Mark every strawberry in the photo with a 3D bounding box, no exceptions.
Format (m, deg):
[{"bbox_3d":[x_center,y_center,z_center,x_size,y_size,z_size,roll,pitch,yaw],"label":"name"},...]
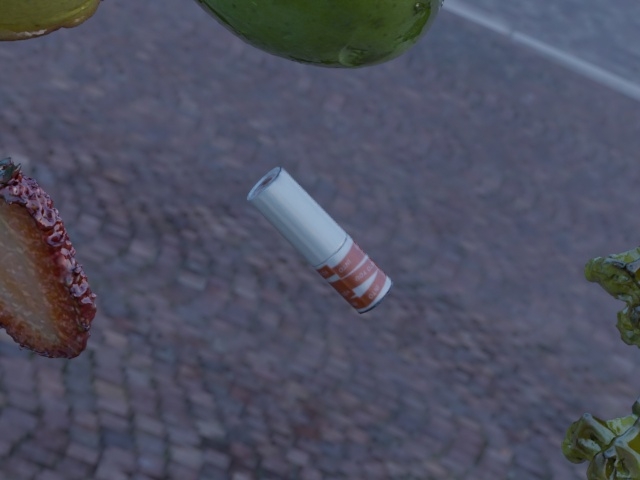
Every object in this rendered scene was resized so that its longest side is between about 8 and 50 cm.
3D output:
[{"bbox_3d":[-0.295,0.011,1.673,0.167,0.208,0.087,-7,35,21],"label":"strawberry"}]

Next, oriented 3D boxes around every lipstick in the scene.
[{"bbox_3d":[0.000,0.000,1.407,0.130,0.038,0.038,46,14,-15],"label":"lipstick"}]

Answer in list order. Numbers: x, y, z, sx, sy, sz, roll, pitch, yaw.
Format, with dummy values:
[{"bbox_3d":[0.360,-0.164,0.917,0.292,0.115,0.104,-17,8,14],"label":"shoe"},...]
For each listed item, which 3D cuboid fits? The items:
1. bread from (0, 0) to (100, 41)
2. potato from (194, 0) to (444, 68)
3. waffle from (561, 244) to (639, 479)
[{"bbox_3d":[-0.303,-0.321,1.683,0.270,0.148,0.269,13,58,-22],"label":"bread"},{"bbox_3d":[-0.030,-0.248,1.138,0.304,0.216,0.216,57,25,6],"label":"potato"},{"bbox_3d":[0.371,0.133,1.699,0.261,0.151,0.324,-3,52,21],"label":"waffle"}]
